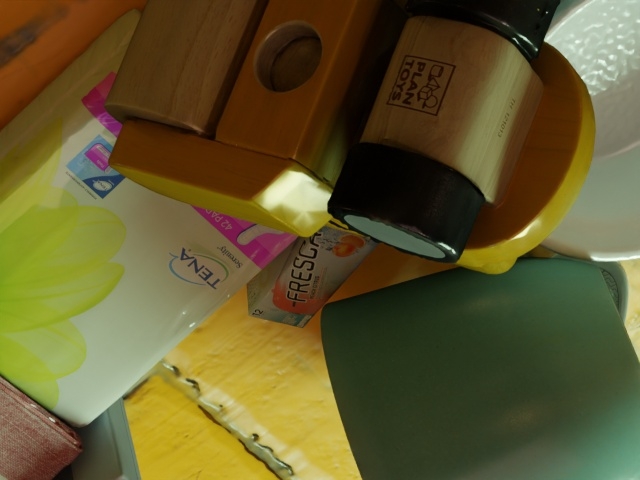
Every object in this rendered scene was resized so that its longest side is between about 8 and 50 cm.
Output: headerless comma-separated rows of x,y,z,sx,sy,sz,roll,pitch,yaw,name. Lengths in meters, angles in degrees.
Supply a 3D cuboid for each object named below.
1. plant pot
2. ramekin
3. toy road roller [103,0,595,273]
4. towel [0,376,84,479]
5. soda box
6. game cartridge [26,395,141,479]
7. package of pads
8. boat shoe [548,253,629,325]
0.164,0.147,1.259,0.235,0.293,0.293,-23,128,10,plant pot
0.252,-0.132,1.241,0.277,0.135,0.277,-8,126,-12,ramekin
0.036,-0.086,1.060,0.240,0.330,0.202,35,74,-58,toy road roller
-0.383,0.211,1.173,0.329,0.037,0.237,-42,127,2,towel
0.000,0.000,1.270,0.058,0.063,0.183,14,138,-25,soda box
-0.288,0.244,1.304,0.294,0.196,0.060,-34,133,10,game cartridge
-0.176,-0.008,1.211,0.296,0.101,0.229,-41,125,6,package of pads
0.210,0.138,1.449,0.118,0.103,0.320,19,115,4,boat shoe
